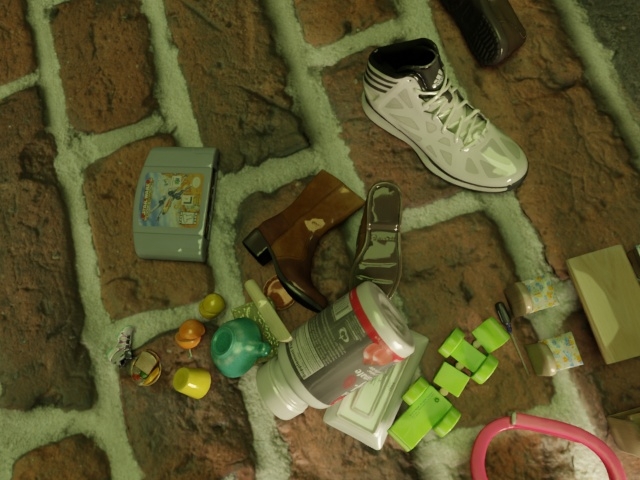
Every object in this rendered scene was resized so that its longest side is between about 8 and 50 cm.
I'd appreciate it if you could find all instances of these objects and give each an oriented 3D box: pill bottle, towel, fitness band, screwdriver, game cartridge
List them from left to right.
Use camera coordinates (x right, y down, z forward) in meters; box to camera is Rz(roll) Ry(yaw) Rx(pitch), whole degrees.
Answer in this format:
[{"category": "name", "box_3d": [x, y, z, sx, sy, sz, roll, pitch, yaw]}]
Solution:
[{"category": "game cartridge", "box_3d": [-0.368, -0.095, 1.330, 0.198, 0.062, 0.297, 3, 77, 4]}, {"category": "towel", "box_3d": [-0.143, 0.213, 1.230, 0.110, 0.027, 0.148, -17, 77, 9]}, {"category": "pill bottle", "box_3d": [0.023, 0.241, 1.116, 0.318, 0.176, 0.176, -36, 74, 14]}, {"category": "screwdriver", "box_3d": [0.422, 0.217, 1.163, 0.025, 0.024, 0.170, -21, 80, 33]}, {"category": "fitness band", "box_3d": [0.451, 0.465, 1.054, 0.291, 0.054, 0.209, 10, 65, 15]}]

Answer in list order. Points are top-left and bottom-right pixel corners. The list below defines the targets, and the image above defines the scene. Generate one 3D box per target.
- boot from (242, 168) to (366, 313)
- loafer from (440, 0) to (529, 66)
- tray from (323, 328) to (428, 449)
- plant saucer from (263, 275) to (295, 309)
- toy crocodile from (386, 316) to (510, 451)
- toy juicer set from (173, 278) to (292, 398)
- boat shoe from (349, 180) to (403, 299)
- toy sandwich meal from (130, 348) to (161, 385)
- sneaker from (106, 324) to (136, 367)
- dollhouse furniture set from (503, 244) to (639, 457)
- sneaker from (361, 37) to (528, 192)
[{"category": "boot", "box_3d": [0.000, 0.000, 1.245, 0.280, 0.096, 0.264, -41, 65, -12]}, {"category": "loafer", "box_3d": [0.397, -0.607, 1.318, 0.130, 0.134, 0.366, -19, 84, -21]}, {"category": "tray", "box_3d": [0.123, 0.309, 1.175, 0.145, 0.030, 0.270, 24, 81, 12]}, {"category": "plant saucer", "box_3d": [-0.095, 0.123, 1.258, 0.083, 0.013, 0.083, -2, 77, 7]}, {"category": "toy crocodile", "box_3d": [0.272, 0.301, 1.128, 0.115, 0.105, 0.340, 37, 89, 14]}, {"category": "toy juicer set", "box_3d": [-0.196, 0.204, 1.192, 0.329, 0.089, 0.209, -31, 53, 21]}, {"category": "boat shoe", "box_3d": [0.135, 0.019, 1.207, 0.110, 0.104, 0.307, 12, 96, 2]}, {"category": "toy sandwich meal", "box_3d": [-0.416, 0.303, 1.252, 0.085, 0.029, 0.085, -2, 77, 8]}, {"category": "sneaker", "box_3d": [-0.461, 0.258, 1.262, 0.069, 0.038, 0.098, 29, 92, 25]}, {"category": "dollhouse furniture set", "box_3d": [0.615, 0.200, 1.014, 0.362, 0.256, 0.394, -17, 75, 4]}, {"category": "sneaker", "box_3d": [0.272, -0.277, 1.174, 0.447, 0.257, 0.169, 35, 84, 14]}]
